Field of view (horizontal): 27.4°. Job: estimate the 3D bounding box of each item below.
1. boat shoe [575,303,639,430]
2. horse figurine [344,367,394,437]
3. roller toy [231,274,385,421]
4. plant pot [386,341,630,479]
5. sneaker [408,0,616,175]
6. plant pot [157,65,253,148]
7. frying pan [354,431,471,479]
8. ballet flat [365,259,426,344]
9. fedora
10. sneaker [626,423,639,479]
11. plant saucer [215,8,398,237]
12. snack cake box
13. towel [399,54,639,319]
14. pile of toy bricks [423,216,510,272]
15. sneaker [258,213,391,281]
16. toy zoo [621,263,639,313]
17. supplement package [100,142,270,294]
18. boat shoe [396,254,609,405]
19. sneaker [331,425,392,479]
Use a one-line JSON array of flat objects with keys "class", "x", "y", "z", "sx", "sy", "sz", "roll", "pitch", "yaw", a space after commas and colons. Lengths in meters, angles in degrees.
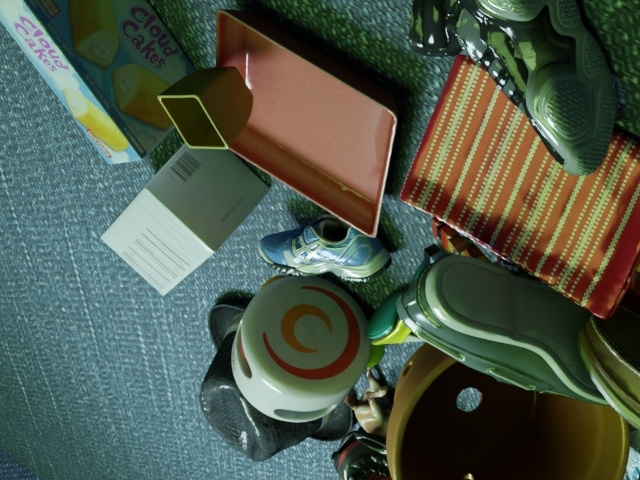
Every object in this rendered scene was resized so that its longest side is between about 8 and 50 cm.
[{"class": "boat shoe", "x": 0.427, "y": 0.172, "z": 1.397, "sx": 0.324, "sy": 0.122, "sz": 0.120, "roll": 40, "pitch": 137, "yaw": 11}, {"class": "horse figurine", "x": 0.122, "y": 0.275, "z": 2.017, "sx": 0.263, "sy": 0.066, "sz": 0.174, "roll": 29, "pitch": 146, "yaw": 10}, {"class": "roller toy", "x": -0.033, "y": 0.159, "z": 1.913, "sx": 0.209, "sy": 0.191, "sz": 0.146, "roll": 38, "pitch": 151, "yaw": 7}, {"class": "plant pot", "x": 0.211, "y": 0.229, "z": 1.633, "sx": 0.291, "sy": 0.291, "sz": 0.203, "roll": 50, "pitch": -179, "yaw": -15}, {"class": "sneaker", "x": 0.182, "y": -0.183, "z": 1.285, "sx": 0.153, "sy": 0.101, "sz": 0.269, "roll": 1, "pitch": 127, "yaw": 51}, {"class": "plant pot", "x": -0.130, "y": -0.168, "z": 1.595, "sx": 0.081, "sy": 0.083, "sz": 0.081, "roll": 6, "pitch": 135, "yaw": 47}, {"class": "frying pan", "x": 0.224, "y": 0.364, "z": 1.966, "sx": 0.326, "sy": 0.053, "sz": 0.197, "roll": 8, "pitch": 135, "yaw": 24}, {"class": "ballet flat", "x": 0.130, "y": 0.098, "z": 1.763, "sx": 0.077, "sy": 0.077, "sz": 0.231, "roll": 26, "pitch": 150, "yaw": -6}, {"class": "fedora", "x": -0.103, "y": 0.261, "z": 2.180, "sx": 0.334, "sy": 0.152, "sz": 0.334, "roll": 30, "pitch": 149, "yaw": 20}, {"class": "sneaker", "x": 0.401, "y": 0.247, "z": 1.658, "sx": 0.083, "sy": 0.071, "sz": 0.191, "roll": 50, "pitch": 167, "yaw": 44}, {"class": "plant saucer", "x": -0.014, "y": -0.150, "z": 1.615, "sx": 0.259, "sy": 0.048, "sz": 0.258, "roll": 33, "pitch": 150, "yaw": 16}, {"class": "snack cake box", "x": -0.282, "y": -0.248, "z": 1.696, "sx": 0.089, "sy": 0.152, "sz": 0.264, "roll": -2, "pitch": 130, "yaw": 51}, {"class": "towel", "x": 0.227, "y": -0.058, "z": 1.387, "sx": 0.274, "sy": 0.031, "sz": 0.199, "roll": 32, "pitch": 122, "yaw": 16}, {"class": "pile of toy bricks", "x": 0.200, "y": 0.044, "z": 1.530, "sx": 0.105, "sy": 0.118, "sz": 0.212, "roll": 50, "pitch": 162, "yaw": 37}, {"class": "sneaker", "x": 0.000, "y": 0.000, "z": 1.787, "sx": 0.211, "sy": 0.080, "sz": 0.081, "roll": 1, "pitch": 127, "yaw": 37}, {"class": "toy zoo", "x": 0.403, "y": 0.099, "z": 1.470, "sx": 0.192, "sy": 0.030, "sz": 0.293, "roll": 25, "pitch": 148, "yaw": 27}, {"class": "supplement package", "x": -0.201, "y": -0.038, "z": 1.901, "sx": 0.134, "sy": 0.139, "sz": 0.244, "roll": 43, "pitch": 151, "yaw": -6}, {"class": "boat shoe", "x": 0.226, "y": 0.109, "z": 1.469, "sx": 0.319, "sy": 0.116, "sz": 0.099, "roll": 24, "pitch": 149, "yaw": -26}, {"class": "sneaker", "x": 0.068, "y": 0.360, "z": 2.114, "sx": 0.135, "sy": 0.097, "sz": 0.276, "roll": 48, "pitch": 179, "yaw": 26}]
